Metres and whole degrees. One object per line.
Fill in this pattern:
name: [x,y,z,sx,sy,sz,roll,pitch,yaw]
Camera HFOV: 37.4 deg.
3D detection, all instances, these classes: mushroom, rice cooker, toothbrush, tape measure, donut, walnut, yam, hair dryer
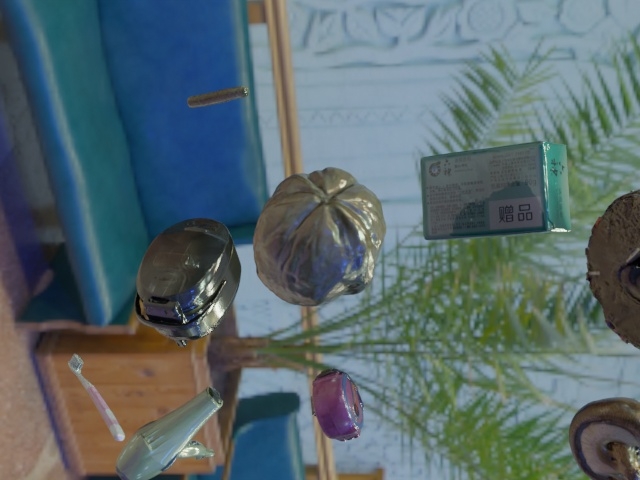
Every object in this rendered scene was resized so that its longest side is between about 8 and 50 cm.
mushroom: [0.661,0.436,2.103,0.138,0.194,0.231,-25,149,-44]
rice cooker: [-0.164,0.050,1.187,0.106,0.112,0.165,71,32,-52]
toothbrush: [-0.391,0.268,1.642,0.286,0.020,0.025,36,-81,53]
tape measure: [0.032,0.295,1.679,0.125,0.074,0.118,54,22,-44]
donut: [0.517,0.046,1.423,0.269,0.103,0.270,31,-55,58]
walnut: [0.000,0.000,1.444,0.224,0.224,0.224,-1,90,-83]
yam: [-0.159,-0.223,1.470,0.021,0.116,0.021,11,77,-57]
hair dryer: [-0.162,0.259,1.274,0.199,0.167,0.067,8,42,-55]

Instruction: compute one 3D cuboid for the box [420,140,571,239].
box: [0.298,-0.081,1.625,0.092,0.245,0.153,-1,88,-49]
